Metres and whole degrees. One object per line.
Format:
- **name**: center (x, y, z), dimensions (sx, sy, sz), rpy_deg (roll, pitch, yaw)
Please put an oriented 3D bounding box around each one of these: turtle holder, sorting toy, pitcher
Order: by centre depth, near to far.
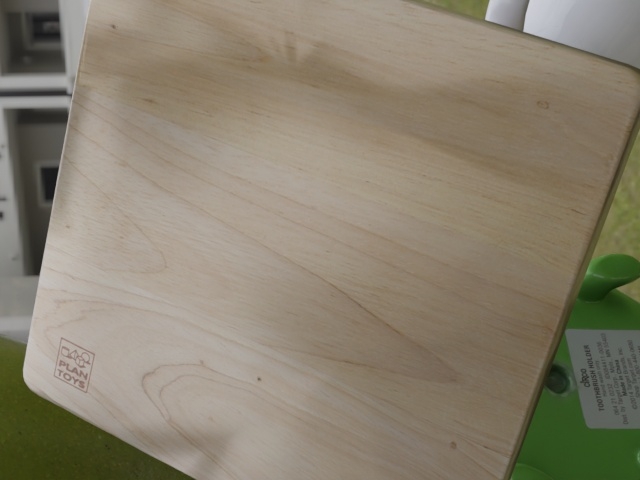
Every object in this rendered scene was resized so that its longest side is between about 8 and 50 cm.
- **sorting toy**: center (0.000, 0.000, 0.517), dimensions (0.089, 0.257, 0.255), rpy_deg (-24, -47, -61)
- **pitcher**: center (0.166, -0.137, 0.617), dimensions (0.125, 0.207, 0.177), rpy_deg (32, 158, 28)
- **turtle holder**: center (0.144, 0.164, 0.874), dimensions (0.243, 0.320, 0.227), rpy_deg (53, 152, 20)

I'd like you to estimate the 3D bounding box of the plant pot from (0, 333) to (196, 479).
- **plant pot**: center (-0.144, 0.218, 0.741), dimensions (0.275, 0.294, 0.274), rpy_deg (-42, 40, 50)
